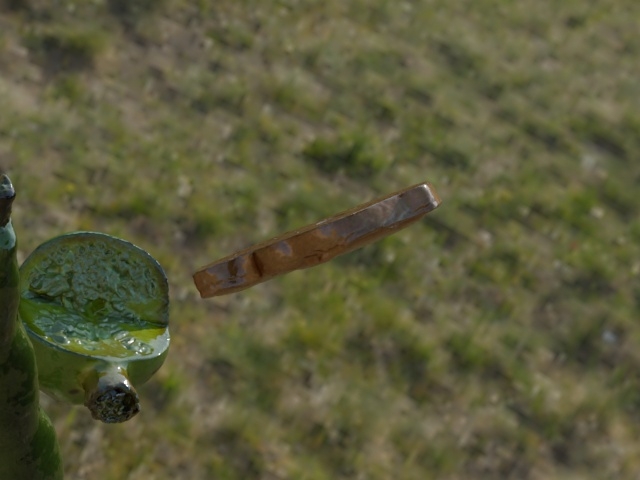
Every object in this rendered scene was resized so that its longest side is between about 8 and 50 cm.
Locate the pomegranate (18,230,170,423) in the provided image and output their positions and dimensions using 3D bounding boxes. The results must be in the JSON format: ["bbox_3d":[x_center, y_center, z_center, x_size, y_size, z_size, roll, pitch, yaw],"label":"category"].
[{"bbox_3d":[-0.194,0.084,1.577,0.143,0.122,0.169,4,61,-34],"label":"pomegranate"}]

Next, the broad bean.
[{"bbox_3d":[-0.184,0.090,1.108,0.043,0.297,0.060,27,49,31],"label":"broad bean"}]

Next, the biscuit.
[{"bbox_3d":[0.000,0.000,0.931,0.019,0.130,0.102,68,22,-3],"label":"biscuit"}]
